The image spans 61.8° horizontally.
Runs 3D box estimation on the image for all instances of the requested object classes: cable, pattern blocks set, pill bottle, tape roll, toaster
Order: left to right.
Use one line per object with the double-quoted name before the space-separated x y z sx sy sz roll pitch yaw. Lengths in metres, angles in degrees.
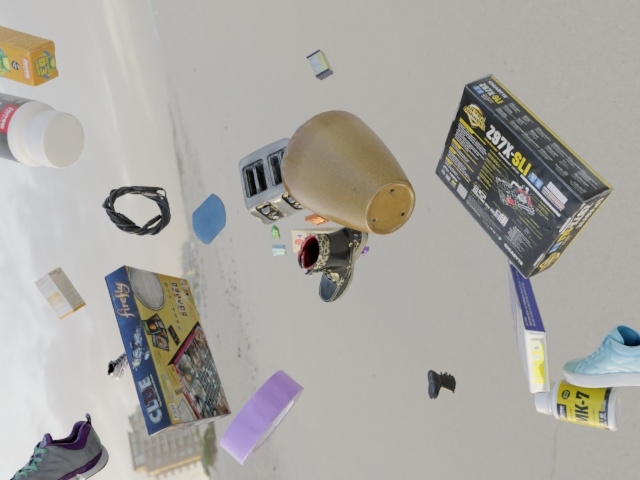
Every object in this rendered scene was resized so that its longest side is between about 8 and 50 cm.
"pill bottle" -0.745 -0.273 1.317 0.161 0.284 0.161 14 -90 -75
"cable" -0.525 -0.086 1.528 0.047 0.185 0.150 -24 68 61
"tape roll" -0.168 0.515 1.567 0.090 0.275 0.274 37 158 12
"toaster" -0.104 -0.156 1.358 0.110 0.168 0.185 34 -141 -59
"pattern blocks set" 0.000 0.000 1.730 0.285 0.325 0.026 103 171 -56
"pill bottle" 0.735 0.462 1.528 0.209 0.119 0.119 -1 107 40

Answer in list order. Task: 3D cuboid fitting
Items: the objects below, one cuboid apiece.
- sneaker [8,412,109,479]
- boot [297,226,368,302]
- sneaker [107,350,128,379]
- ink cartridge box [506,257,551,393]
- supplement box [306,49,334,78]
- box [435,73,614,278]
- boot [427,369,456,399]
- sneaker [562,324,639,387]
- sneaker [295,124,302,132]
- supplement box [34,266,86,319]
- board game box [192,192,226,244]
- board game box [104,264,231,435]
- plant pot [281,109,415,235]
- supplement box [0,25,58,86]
"sneaker" -0.453 0.365 0.840 0.083 0.224 0.098 -9 101 40
"boot" 0.008 0.065 1.300 0.085 0.179 0.236 39 121 30
"sneaker" -0.603 0.361 1.597 0.069 0.038 0.098 56 -132 -57
"ink cartridge box" 0.590 0.216 1.532 0.303 0.072 0.307 -75 -26 -56
"supplement box" -0.001 -0.639 1.950 0.083 0.056 0.083 64 -164 -2
"box" 0.370 -0.119 1.043 0.322 0.079 0.257 56 158 28
"boot" 0.431 0.517 1.894 0.121 0.099 0.045 -84 20 -48
"sneaker" 0.775 0.291 1.384 0.366 0.135 0.150 -30 74 60
"sneaker" 0.031 -0.375 1.876 0.090 0.233 0.081 -175 83 -65
"supplement box" -0.554 0.113 1.139 0.098 0.062 0.036 59 -146 -9
"board game box" -0.375 -0.070 1.758 0.168 0.033 0.133 -56 -39 -41
"board game box" -0.232 0.166 0.826 0.243 0.042 0.165 67 -166 20
"plant pot" 0.077 -0.119 1.126 0.254 0.237 0.237 46 151 47
"supplement box" -0.655 -0.385 1.077 0.080 0.234 0.078 -66 -10 -52
